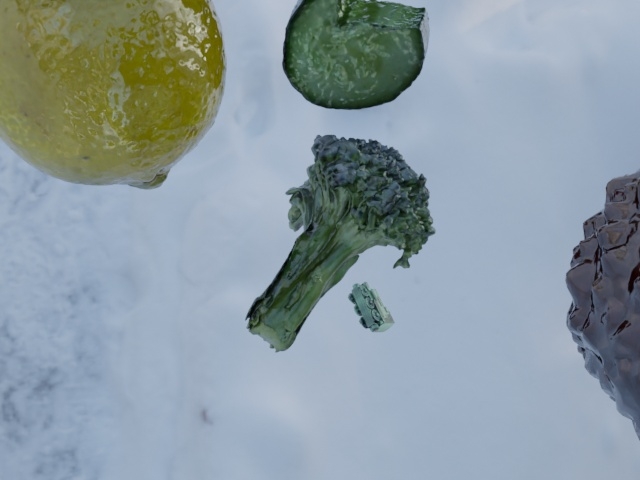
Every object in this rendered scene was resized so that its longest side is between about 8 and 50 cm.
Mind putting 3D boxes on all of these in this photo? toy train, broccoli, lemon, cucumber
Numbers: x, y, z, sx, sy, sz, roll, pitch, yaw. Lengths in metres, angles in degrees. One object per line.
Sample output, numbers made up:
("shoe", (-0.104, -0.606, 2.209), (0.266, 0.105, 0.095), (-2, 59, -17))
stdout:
("toy train", (0.077, 0.104, 1.492), (0.053, 0.033, 0.083), (7, 51, -48))
("broccoli", (-0.007, -0.012, 1.157), (0.275, 0.198, 0.177), (-41, 134, -4))
("lemon", (-0.271, -0.230, 1.155), (0.336, 0.336, 0.336), (15, 68, -42))
("cucumber", (0.044, -0.267, 1.279), (0.191, 0.191, 0.130), (49, 37, -24))

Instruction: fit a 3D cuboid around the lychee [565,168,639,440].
("lychee", (0.334, 0.049, 0.682), (0.306, 0.330, 0.306), (17, 38, -14))
